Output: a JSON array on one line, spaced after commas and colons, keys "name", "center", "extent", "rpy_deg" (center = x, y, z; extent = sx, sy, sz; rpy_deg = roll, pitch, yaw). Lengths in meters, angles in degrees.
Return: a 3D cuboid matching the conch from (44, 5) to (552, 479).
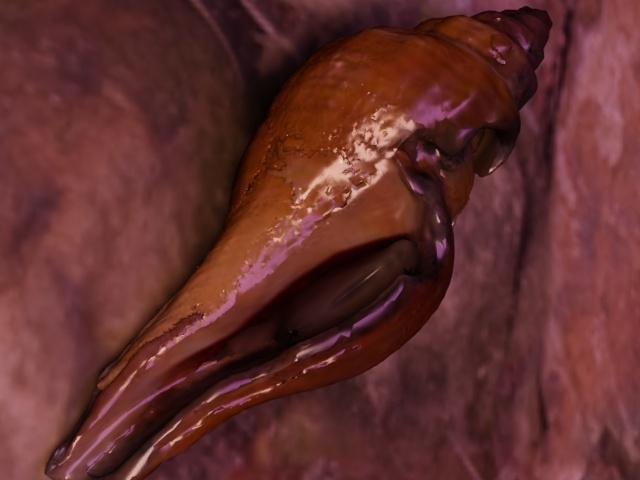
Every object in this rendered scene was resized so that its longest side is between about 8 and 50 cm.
[{"name": "conch", "center": [0.004, 0.002, 0.603], "extent": [0.233, 0.086, 0.080], "rpy_deg": [-62, 161, -15]}]
